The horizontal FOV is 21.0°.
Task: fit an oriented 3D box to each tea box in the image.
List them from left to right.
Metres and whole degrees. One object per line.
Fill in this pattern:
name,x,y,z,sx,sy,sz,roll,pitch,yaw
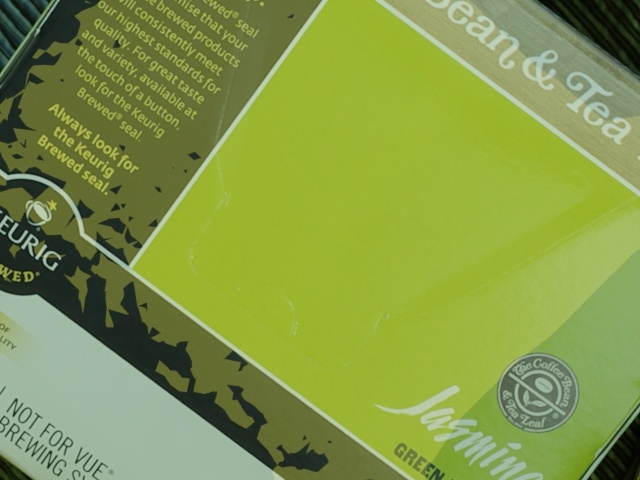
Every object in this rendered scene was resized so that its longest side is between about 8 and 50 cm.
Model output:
tea box,0.000,0.000,0.879,0.329,0.220,0.323,38,99,0

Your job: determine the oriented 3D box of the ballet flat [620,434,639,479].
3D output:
ballet flat,0.228,0.095,0.930,0.095,0.096,0.280,20,97,3
